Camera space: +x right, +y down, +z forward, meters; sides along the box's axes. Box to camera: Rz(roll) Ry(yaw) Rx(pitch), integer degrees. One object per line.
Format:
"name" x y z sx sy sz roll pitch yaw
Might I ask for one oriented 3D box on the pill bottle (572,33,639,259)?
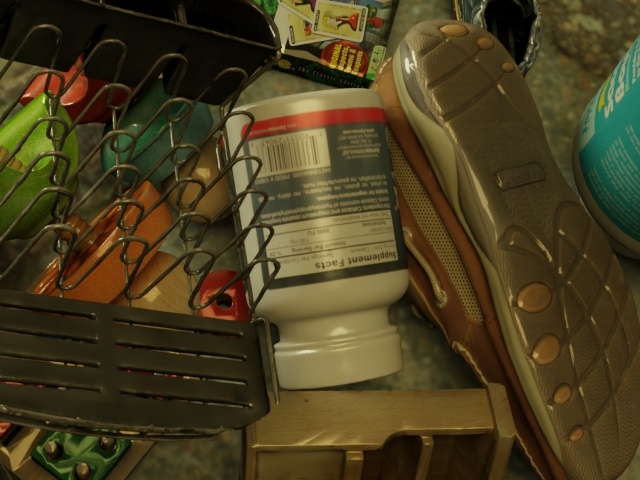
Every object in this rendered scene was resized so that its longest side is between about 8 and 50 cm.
"pill bottle" 0.252 -0.073 0.848 0.146 0.264 0.146 3 69 -7

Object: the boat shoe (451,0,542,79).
"boat shoe" 0.131 -0.185 0.969 0.065 0.083 0.183 0 70 -8

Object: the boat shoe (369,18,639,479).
"boat shoe" 0.114 0.015 0.879 0.123 0.116 0.324 -7 72 -39

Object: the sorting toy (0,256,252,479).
"sorting toy" -0.167 0.098 0.844 0.132 0.046 0.274 37 70 6

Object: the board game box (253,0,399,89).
"board game box" 0.007 -0.244 1.004 0.136 0.030 0.259 14 69 0

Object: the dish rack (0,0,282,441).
"dish rack" -0.112 -0.028 0.686 0.208 0.074 0.271 9 53 -28

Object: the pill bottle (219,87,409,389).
"pill bottle" 0.000 0.000 0.842 0.108 0.108 0.180 -8 89 -11

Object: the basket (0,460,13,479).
"basket" -0.317 0.160 0.732 0.204 0.154 0.227 40 83 26

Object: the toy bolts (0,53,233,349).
"toy bolts" -0.151 -0.020 0.854 0.158 0.218 0.228 45 46 -18

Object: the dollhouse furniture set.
"dollhouse furniture set" 0.040 0.208 0.749 0.161 0.212 0.242 0 44 -7
